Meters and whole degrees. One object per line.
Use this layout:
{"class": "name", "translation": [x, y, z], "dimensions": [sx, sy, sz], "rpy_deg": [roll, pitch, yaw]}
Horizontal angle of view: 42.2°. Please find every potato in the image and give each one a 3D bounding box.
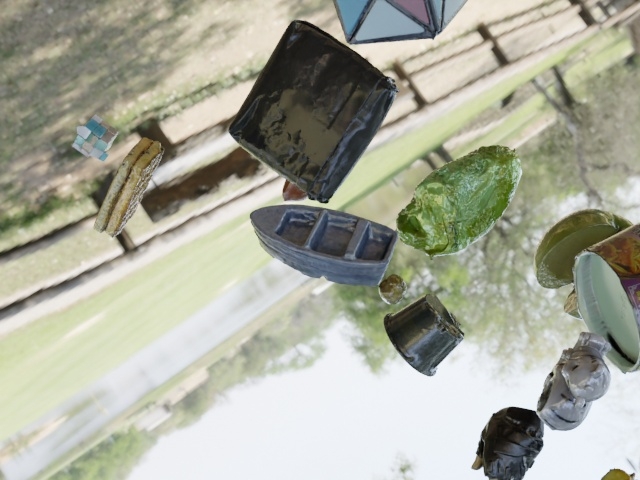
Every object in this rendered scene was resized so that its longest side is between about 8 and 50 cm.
{"class": "potato", "translation": [0.120, 0.084, 1.388], "dimensions": [0.046, 0.045, 0.092], "rpy_deg": [-55, 180, -14]}

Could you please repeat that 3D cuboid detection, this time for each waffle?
{"class": "waffle", "translation": [-0.303, -0.084, 1.314], "dimensions": [0.148, 0.042, 0.102], "rpy_deg": [-57, -174, 32]}

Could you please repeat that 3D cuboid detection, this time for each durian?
{"class": "durian", "translation": [0.360, -0.102, 2.078], "dimensions": [0.339, 0.204, 0.256], "rpy_deg": [-28, 159, -12]}

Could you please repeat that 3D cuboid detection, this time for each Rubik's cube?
{"class": "Rubik's cube", "translation": [0.176, -0.610, 1.887], "dimensions": [0.248, 0.250, 0.246], "rpy_deg": [1, -143, 33]}
{"class": "Rubik's cube", "translation": [-0.468, -0.204, 1.710], "dimensions": [0.084, 0.075, 0.073], "rpy_deg": [113, 3, -49]}

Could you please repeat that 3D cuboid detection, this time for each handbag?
{"class": "handbag", "translation": [-0.017, -0.214, 1.381], "dimensions": [0.247, 0.223, 0.080], "rpy_deg": [-57, 164, 14]}

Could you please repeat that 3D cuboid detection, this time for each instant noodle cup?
{"class": "instant noodle cup", "translation": [0.659, 0.090, 1.584], "dimensions": [0.265, 0.340, 0.340], "rpy_deg": [-17, 174, -7]}

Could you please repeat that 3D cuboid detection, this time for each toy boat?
{"class": "toy boat", "translation": [0.000, 0.000, 1.545], "dimensions": [0.078, 0.282, 0.127], "rpy_deg": [88, 22, -48]}

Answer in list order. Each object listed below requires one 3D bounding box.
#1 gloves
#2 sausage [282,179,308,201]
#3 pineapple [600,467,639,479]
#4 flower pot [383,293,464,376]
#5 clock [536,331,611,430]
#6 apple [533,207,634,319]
{"class": "gloves", "translation": [0.438, 0.500, 1.940], "dimensions": [0.164, 0.124, 0.203], "rpy_deg": [-1, -122, 28]}
{"class": "sausage", "translation": [-0.001, -0.214, 1.919], "dimensions": [0.300, 0.083, 0.089], "rpy_deg": [-63, 171, 13]}
{"class": "pineapple", "translation": [0.627, 0.615, 1.815], "dimensions": [0.186, 0.114, 0.236], "rpy_deg": [3, 117, -19]}
{"class": "flower pot", "translation": [0.216, 0.182, 1.683], "dimensions": [0.107, 0.157, 0.157], "rpy_deg": [-44, 173, 20]}
{"class": "clock", "translation": [0.414, 0.247, 1.352], "dimensions": [0.176, 0.080, 0.117], "rpy_deg": [-68, 173, 27]}
{"class": "apple", "translation": [0.698, 0.059, 2.121], "dimensions": [0.292, 0.292, 0.254], "rpy_deg": [-30, 157, -51]}
